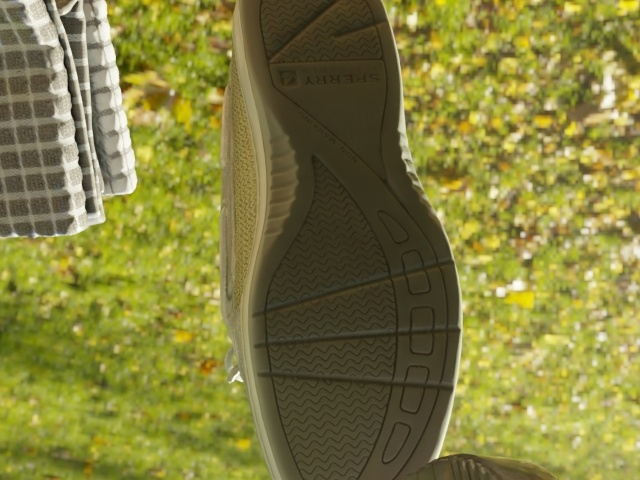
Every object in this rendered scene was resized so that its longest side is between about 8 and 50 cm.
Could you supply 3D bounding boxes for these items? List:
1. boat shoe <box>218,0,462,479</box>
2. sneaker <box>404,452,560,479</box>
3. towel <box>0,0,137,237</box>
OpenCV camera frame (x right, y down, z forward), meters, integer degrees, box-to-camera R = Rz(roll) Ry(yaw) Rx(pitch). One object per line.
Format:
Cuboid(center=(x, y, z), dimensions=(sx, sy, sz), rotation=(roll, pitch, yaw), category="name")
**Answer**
Cuboid(center=(-0.003, -0.001, 0.628), dimensions=(0.118, 0.320, 0.103), rotation=(-3, 162, -19), category="boat shoe")
Cuboid(center=(0.068, 0.188, 0.449), dimensions=(0.131, 0.112, 0.319), rotation=(4, 137, -12), category="sneaker")
Cuboid(center=(-0.299, -0.116, 0.864), dimensions=(0.283, 0.121, 0.235), rotation=(-2, 107, 16), category="towel")
